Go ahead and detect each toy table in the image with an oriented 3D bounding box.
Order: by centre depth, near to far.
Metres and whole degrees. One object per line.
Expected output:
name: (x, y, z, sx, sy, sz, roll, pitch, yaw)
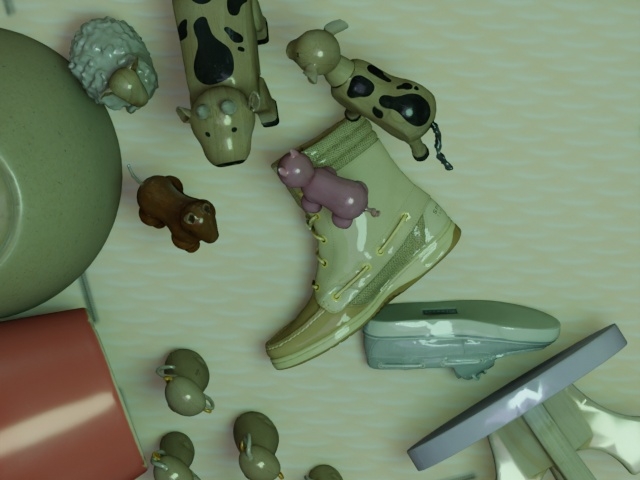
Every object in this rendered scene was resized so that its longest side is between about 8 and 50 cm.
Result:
toy table: (0.256, 0.231, 1.654, 0.274, 0.252, 0.161, -34, 85, 11)

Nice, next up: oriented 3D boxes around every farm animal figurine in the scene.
farm animal figurine: (-0.071, -0.153, 1.519, 0.330, 0.172, 0.327, -26, 73, 0)

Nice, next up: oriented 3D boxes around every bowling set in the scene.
bowling set: (-0.115, 0.281, 1.662, 0.287, 0.154, 0.200, 38, 96, -10)

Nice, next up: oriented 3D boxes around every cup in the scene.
cup: (-0.380, -0.052, 1.535, 0.331, 0.237, 0.331, -1, 102, -4)

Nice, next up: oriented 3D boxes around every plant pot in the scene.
plant pot: (-0.332, 0.204, 1.592, 0.243, 0.275, 0.275, -21, 102, -10)

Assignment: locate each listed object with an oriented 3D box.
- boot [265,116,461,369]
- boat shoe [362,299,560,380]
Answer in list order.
boot: (0.000, 0.000, 1.645, 0.262, 0.095, 0.203, -39, 102, 2)
boat shoe: (0.161, 0.118, 1.697, 0.227, 0.079, 0.081, 1, 110, 0)
